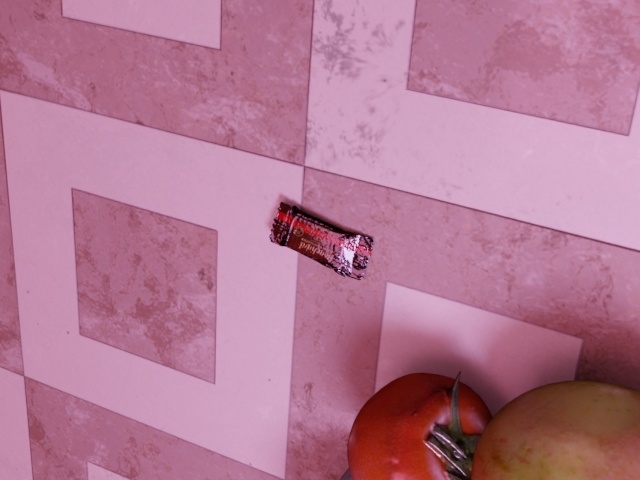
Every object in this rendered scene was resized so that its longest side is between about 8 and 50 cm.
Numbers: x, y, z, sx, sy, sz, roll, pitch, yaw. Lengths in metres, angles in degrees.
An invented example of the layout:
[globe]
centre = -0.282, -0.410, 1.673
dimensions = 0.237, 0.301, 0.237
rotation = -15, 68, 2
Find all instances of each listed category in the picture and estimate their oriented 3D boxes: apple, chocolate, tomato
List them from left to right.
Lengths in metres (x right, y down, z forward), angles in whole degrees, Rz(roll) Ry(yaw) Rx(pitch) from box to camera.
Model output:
[chocolate]
centre = 0.000, 0.000, 1.634
dimensions = 0.183, 0.028, 0.086
rotation = 23, 114, 18
[tomato]
centre = 0.168, 0.342, 1.556
dimensions = 0.224, 0.256, 0.255
rotation = -16, 104, 54
[apple]
centre = 0.379, 0.354, 1.416
dimensions = 0.277, 0.319, 0.319
rotation = 19, 122, 45

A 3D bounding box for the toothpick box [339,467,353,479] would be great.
[toothpick box]
centre = 0.142, 0.547, 1.687
dimensions = 0.316, 0.229, 0.229
rotation = 31, 123, 13
